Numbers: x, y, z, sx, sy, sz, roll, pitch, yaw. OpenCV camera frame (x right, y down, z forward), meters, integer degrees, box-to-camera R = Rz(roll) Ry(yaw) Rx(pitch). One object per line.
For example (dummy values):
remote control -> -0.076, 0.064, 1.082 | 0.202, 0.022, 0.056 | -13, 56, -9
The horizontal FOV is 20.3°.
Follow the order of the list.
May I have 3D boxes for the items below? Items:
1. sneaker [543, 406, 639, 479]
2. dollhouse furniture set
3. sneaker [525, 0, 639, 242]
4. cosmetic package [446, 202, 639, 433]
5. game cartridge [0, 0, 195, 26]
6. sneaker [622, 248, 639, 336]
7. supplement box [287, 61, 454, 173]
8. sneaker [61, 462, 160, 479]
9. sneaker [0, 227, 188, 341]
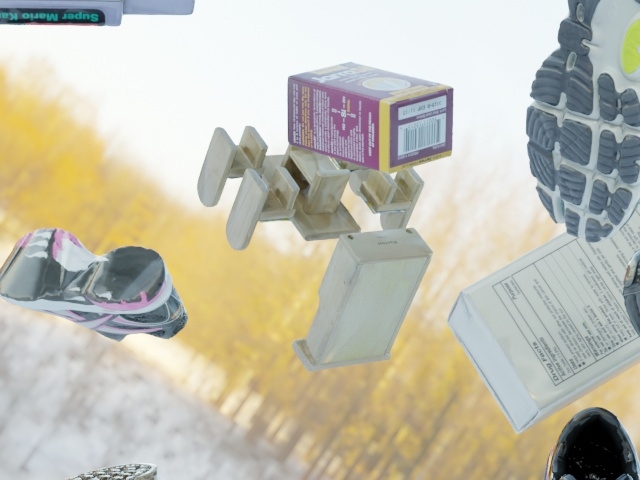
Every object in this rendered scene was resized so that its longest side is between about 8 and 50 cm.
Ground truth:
sneaker -> 0.232, 0.274, 1.549 | 0.102, 0.293, 0.146 | 1, -35, 3
dollhouse furniture set -> 0.000, 0.000, 1.974 | 0.212, 0.161, 0.242 | -5, 43, -33
sneaker -> 0.222, -0.122, 1.232 | 0.110, 0.275, 0.107 | -15, 39, -40
cosmetic package -> 0.297, 0.058, 1.847 | 0.153, 0.296, 0.129 | 60, -13, 13
game cartridge -> -0.281, -0.242, 1.434 | 0.355, 0.068, 0.230 | 0, 36, -7
sneaker -> 0.323, -0.003, 1.548 | 0.147, 0.104, 0.296 | 16, -53, 48
supplement box -> 0.028, -0.071, 1.015 | 0.055, 0.043, 0.083 | -19, 27, -41
sneaker -> -0.188, 0.227, 1.301 | 0.064, 0.086, 0.192 | -1, 10, 37
sneaker -> -0.177, 0.046, 1.378 | 0.178, 0.072, 0.077 | 13, -32, 39
